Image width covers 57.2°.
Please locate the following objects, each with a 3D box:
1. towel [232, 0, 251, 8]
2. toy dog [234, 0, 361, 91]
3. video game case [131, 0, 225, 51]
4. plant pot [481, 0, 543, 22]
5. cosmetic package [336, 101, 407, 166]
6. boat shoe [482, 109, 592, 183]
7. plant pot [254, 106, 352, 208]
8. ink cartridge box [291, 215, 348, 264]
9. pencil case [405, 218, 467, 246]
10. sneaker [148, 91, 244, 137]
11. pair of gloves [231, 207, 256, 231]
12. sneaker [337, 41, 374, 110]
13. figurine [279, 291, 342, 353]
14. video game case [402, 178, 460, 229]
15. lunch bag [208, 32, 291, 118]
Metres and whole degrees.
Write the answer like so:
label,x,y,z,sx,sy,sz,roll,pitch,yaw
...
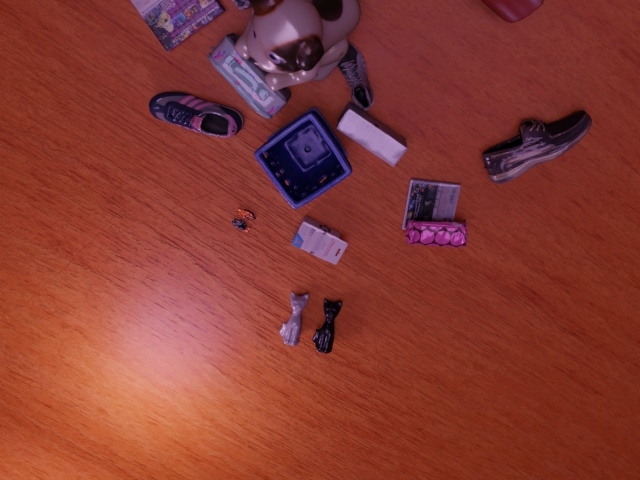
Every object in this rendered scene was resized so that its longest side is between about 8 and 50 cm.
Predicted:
label,x,y,z,sx,sy,sz,roll,pitch,yaw
towel,-0.266,-0.804,1.672,0.121,0.235,0.283,-38,107,13
toy dog,-0.047,-0.574,1.614,0.396,0.408,0.284,-21,107,30
video game case,-0.447,-0.739,1.818,0.232,0.041,0.210,-29,109,16
plant pot,0.509,-0.769,1.628,0.265,0.272,0.272,36,112,-21
cosmetic package,0.168,-0.348,1.914,0.231,0.117,0.085,30,115,-11
boat shoe,0.686,-0.318,1.881,0.356,0.132,0.130,-32,109,16
plant pot,-0.048,-0.281,1.908,0.236,0.212,0.236,-31,110,17
ink cartridge box,0.000,0.000,2.117,0.180,0.060,0.104,26,113,-8
pencil case,0.402,-0.030,2.035,0.210,0.095,0.098,0,151,2
sneaker,-0.416,-0.410,1.919,0.319,0.131,0.112,10,115,0
pair of gloves,-0.278,-0.074,2.131,0.074,0.010,0.083,26,117,-9
sneaker,0.111,-0.510,1.833,0.086,0.132,0.228,-24,111,14
figurine,-0.037,0.306,2.257,0.215,0.092,0.209,13,107,-1
video game case,0.386,-0.118,2.056,0.173,0.022,0.190,6,116,1
lunch bag,-0.219,-0.508,1.809,0.108,0.224,0.279,-41,107,19
